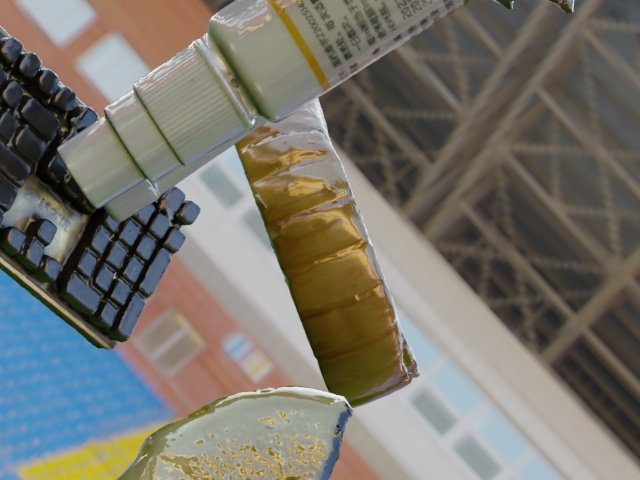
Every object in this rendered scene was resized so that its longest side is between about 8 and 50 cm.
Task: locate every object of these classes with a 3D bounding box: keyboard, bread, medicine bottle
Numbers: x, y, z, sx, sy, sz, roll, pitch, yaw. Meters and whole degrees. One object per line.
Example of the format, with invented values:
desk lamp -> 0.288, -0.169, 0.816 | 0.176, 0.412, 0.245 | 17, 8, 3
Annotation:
keyboard -> -0.171, -0.067, 0.929 | 0.027, 0.106, 0.317 | 6, -28, 43
bread -> -0.052, 0.130, 0.857 | 0.094, 0.157, 0.083 | 20, -29, -8
bread -> 0.000, 0.000, 1.371 | 0.236, 0.070, 0.236 | -21, 90, -90
medicine bottle -> -0.022, -0.084, 0.952 | 0.061, 0.220, 0.092 | 57, -1, 21

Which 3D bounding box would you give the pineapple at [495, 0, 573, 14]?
pineapple -> 0.233, -0.248, 1.097 | 0.175, 0.361, 0.175 | 158, -90, -83
